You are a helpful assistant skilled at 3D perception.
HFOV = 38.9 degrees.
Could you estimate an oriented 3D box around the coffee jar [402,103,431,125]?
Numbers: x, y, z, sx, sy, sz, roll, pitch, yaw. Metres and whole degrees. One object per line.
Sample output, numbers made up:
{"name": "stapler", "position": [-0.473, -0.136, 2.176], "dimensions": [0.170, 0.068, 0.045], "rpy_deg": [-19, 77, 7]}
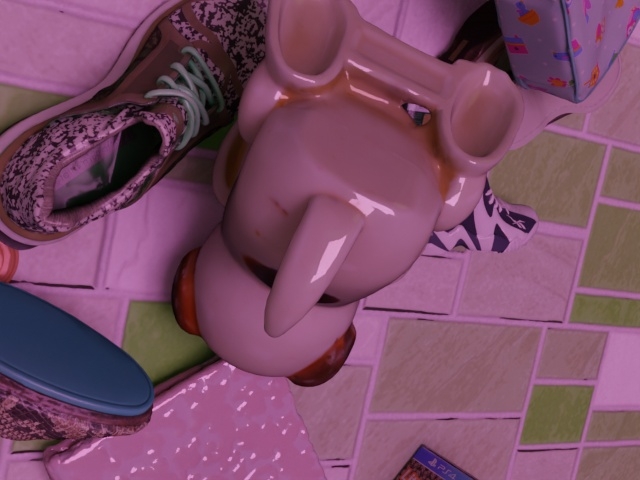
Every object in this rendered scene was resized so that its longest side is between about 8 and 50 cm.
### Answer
{"name": "coffee jar", "position": [0.099, -0.123, 1.180], "dimensions": [0.079, 0.096, 0.184], "rpy_deg": [1, 103, -36]}

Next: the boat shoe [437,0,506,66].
{"name": "boat shoe", "position": [0.219, -0.257, 1.248], "dimensions": [0.190, 0.068, 0.072], "rpy_deg": [-46, 138, 0]}

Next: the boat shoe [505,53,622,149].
{"name": "boat shoe", "position": [0.314, -0.213, 1.297], "dimensions": [0.305, 0.091, 0.109], "rpy_deg": [-30, 108, -30]}

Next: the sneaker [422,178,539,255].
{"name": "sneaker", "position": [0.222, -0.068, 1.265], "dimensions": [0.235, 0.094, 0.153], "rpy_deg": [-2, 119, -22]}

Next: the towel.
{"name": "towel", "position": [-0.151, 0.318, 1.164], "dimensions": [0.317, 0.053, 0.332], "rpy_deg": [-30, 117, -24]}

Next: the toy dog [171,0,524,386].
{"name": "toy dog", "position": [0.000, 0.000, 0.991], "dimensions": [0.284, 0.408, 0.395], "rpy_deg": [18, 50, -13]}

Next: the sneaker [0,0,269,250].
{"name": "sneaker", "position": [-0.166, -0.127, 0.956], "dimensions": [0.410, 0.182, 0.158], "rpy_deg": [-44, 122, -16]}

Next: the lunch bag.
{"name": "lunch bag", "position": [0.314, -0.323, 1.124], "dimensions": [0.224, 0.108, 0.279], "rpy_deg": [-58, 147, -17]}

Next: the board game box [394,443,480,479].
{"name": "board game box", "position": [0.164, 0.504, 1.361], "dimensions": [0.291, 0.141, 0.232], "rpy_deg": [-49, 123, -12]}

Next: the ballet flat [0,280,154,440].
{"name": "ballet flat", "position": [-0.400, 0.087, 0.892], "dimensions": [0.483, 0.164, 0.182], "rpy_deg": [38, 108, -25]}

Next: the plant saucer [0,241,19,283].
{"name": "plant saucer", "position": [-0.365, 0.020, 0.971], "dimensions": [0.083, 0.013, 0.083], "rpy_deg": [-10, 108, -31]}
